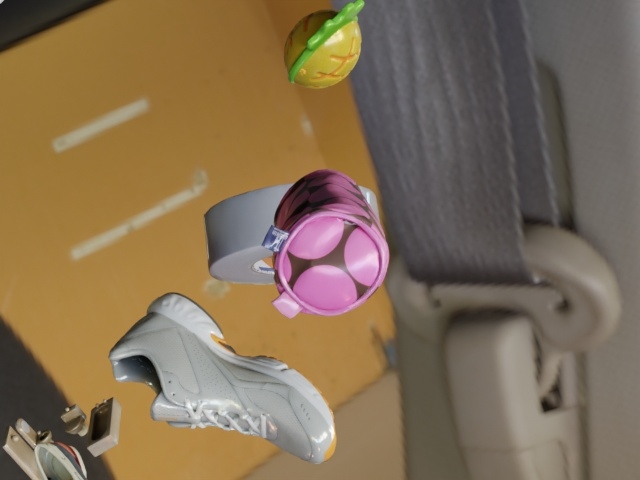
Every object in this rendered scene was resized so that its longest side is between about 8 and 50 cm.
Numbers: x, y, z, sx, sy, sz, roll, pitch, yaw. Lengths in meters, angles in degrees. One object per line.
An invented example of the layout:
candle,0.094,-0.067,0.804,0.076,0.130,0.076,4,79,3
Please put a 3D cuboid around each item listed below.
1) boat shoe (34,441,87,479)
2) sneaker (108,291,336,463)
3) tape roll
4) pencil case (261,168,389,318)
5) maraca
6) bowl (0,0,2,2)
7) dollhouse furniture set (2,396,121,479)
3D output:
boat shoe,-0.254,0.264,1.390,0.049,0.137,0.043,-41,148,11
sneaker,-0.107,0.167,1.393,0.262,0.099,0.121,30,-132,22
tape roll,-0.034,-0.006,1.674,0.219,0.072,0.219,-6,165,-2
pencil case,0.000,0.000,1.124,0.098,0.095,0.209,-53,-174,9
maraca,0.007,-0.275,1.876,0.127,0.099,0.186,-45,176,-20
bowl,-0.450,-0.377,1.704,0.142,0.142,0.053,15,169,9
dollhouse furniture set,-0.448,0.323,2.352,0.151,0.123,0.144,-30,-153,11
